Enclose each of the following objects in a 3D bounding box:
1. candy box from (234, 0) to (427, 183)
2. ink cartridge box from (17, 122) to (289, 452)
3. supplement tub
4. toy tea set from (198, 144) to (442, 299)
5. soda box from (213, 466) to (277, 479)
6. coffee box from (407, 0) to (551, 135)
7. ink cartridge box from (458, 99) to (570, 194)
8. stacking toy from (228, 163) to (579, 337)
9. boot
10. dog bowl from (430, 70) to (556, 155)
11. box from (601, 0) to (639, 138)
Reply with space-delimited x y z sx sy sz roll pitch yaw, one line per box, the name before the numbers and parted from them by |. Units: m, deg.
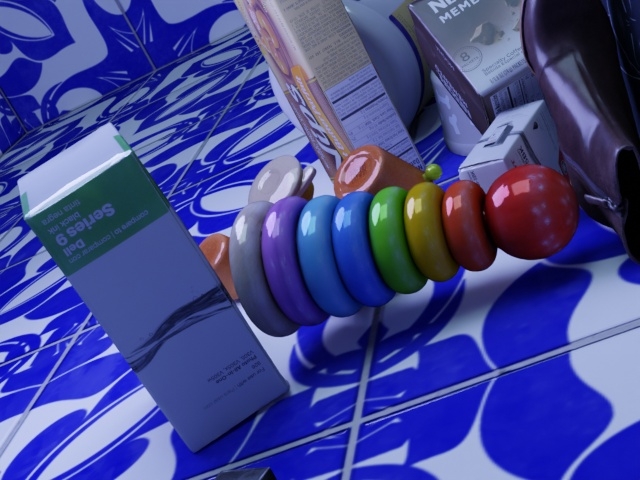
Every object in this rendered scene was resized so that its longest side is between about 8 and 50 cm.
candy box | 0.008 -0.214 1.512 0.087 0.316 0.183 -33 19 -10
ink cartridge box | -0.172 0.043 1.150 0.121 0.289 0.211 -34 19 -7
supplement tub | 0.090 -0.308 1.759 0.241 0.241 0.331 -14 23 36
toy tea set | 0.000 0.000 1.350 0.336 0.124 0.200 -2 62 47
soda box | -0.087 0.247 0.862 0.060 0.053 0.169 -13 25 39
coffee box | 0.273 -0.262 1.303 0.297 0.119 0.168 -31 58 1
ink cartridge box | 0.209 -0.071 1.198 0.056 0.099 0.135 -12 26 37
stacking toy | 0.084 0.000 1.096 0.330 0.141 0.141 -12 24 22
boot | 0.257 -0.121 1.038 0.090 0.249 0.207 -17 22 4
dog bowl | 0.303 -0.243 1.510 0.348 0.102 0.349 -25 20 9
box | 0.388 -0.226 1.017 0.211 0.294 0.395 -21 19 -1
